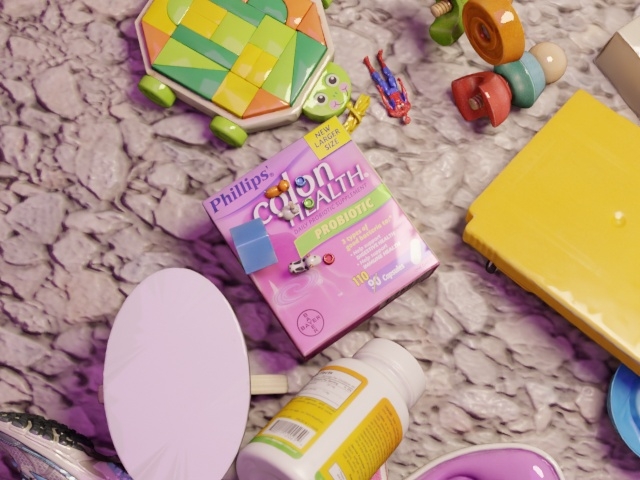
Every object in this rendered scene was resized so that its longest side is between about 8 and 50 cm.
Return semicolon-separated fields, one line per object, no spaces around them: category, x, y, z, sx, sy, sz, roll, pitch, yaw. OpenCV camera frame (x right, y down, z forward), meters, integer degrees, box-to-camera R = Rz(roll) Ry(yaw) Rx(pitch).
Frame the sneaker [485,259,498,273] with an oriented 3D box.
sneaker;0.273;0.011;1.247;0.109;0.040;0.044;-41;84;-7

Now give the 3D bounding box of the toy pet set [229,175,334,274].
toy pet set;-0.052;-0.014;1.119;0.114;0.065;0.122;-21;80;-4

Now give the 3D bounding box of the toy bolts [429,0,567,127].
toy bolts;0.262;-0.277;1.217;0.158;0.218;0.228;-30;119;-12

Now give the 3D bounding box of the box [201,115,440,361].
box;0.000;0.000;1.209;0.213;0.117;0.243;-33;80;-6

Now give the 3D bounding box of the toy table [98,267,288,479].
toy table;-0.169;0.183;1.151;0.252;0.161;0.274;8;80;1

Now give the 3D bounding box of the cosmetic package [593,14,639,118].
cosmetic package;0.565;-0.295;1.272;0.309;0.113;0.160;-35;81;-7

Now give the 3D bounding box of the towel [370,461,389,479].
towel;-0.003;0.343;1.189;0.197;0.029;0.144;-5;79;-4

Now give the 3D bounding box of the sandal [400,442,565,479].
sandal;0.096;0.366;1.069;0.416;0.102;0.169;-24;75;11

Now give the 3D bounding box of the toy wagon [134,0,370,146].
toy wagon;-0.085;-0.267;1.286;0.344;0.068;0.267;30;81;6

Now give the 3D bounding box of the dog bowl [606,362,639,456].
dog bowl;0.515;0.194;1.195;0.297;0.074;0.166;-18;80;-4

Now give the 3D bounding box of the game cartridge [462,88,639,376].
game cartridge;0.390;-0.016;1.209;0.323;0.053;0.285;39;73;19

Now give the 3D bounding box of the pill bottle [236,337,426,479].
pill bottle;0.023;0.233;1.119;0.136;0.136;0.245;43;53;8

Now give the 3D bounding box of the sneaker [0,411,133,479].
sneaker;-0.330;0.312;1.154;0.283;0.110;0.122;25;83;5

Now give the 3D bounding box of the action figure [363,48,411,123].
action figure;0.100;-0.217;1.298;0.038;0.030;0.115;-25;82;-10
